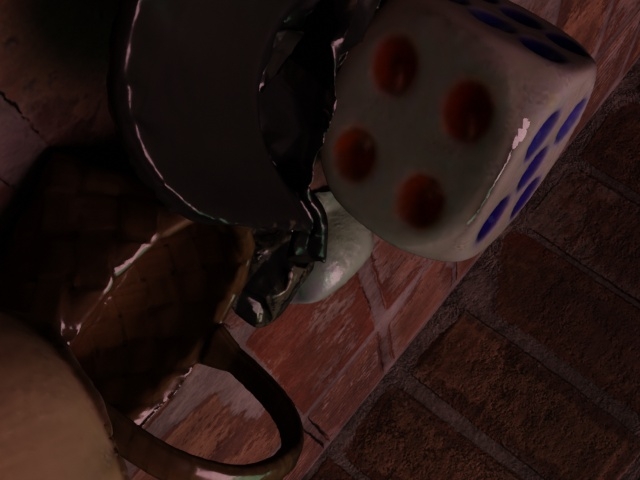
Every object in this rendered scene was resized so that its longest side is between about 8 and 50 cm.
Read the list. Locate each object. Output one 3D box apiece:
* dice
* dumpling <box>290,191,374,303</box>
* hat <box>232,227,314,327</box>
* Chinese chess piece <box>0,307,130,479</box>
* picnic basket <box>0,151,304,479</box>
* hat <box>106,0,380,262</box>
[{"bbox_3d":[0.188,-0.171,1.085,0.304,0.277,0.304,-22,145,-52],"label":"dice"},{"bbox_3d":[-0.002,0.004,1.232,0.216,0.149,0.105,-45,-167,-21],"label":"dumpling"},{"bbox_3d":[-0.083,0.037,1.039,0.265,0.128,0.265,-46,163,-19],"label":"hat"},{"bbox_3d":[-0.280,0.209,0.560,0.140,0.338,0.338,-8,132,-54],"label":"Chinese chess piece"},{"bbox_3d":[-0.154,0.119,0.732,0.337,0.337,0.293,-57,160,11],"label":"picnic basket"},{"bbox_3d":[-0.051,-0.166,0.689,0.381,0.257,0.366,12,106,-46],"label":"hat"}]
